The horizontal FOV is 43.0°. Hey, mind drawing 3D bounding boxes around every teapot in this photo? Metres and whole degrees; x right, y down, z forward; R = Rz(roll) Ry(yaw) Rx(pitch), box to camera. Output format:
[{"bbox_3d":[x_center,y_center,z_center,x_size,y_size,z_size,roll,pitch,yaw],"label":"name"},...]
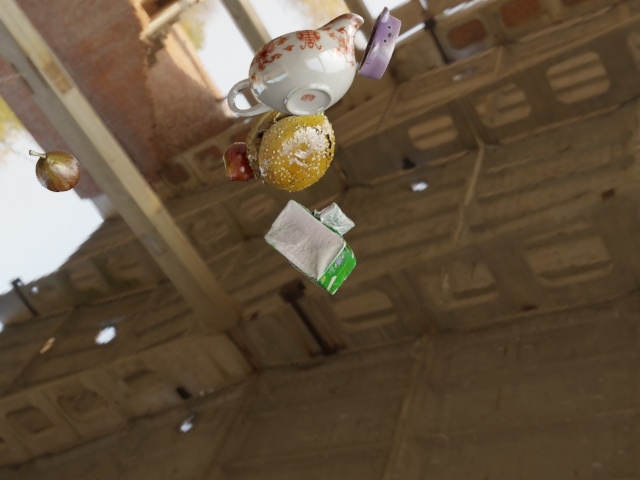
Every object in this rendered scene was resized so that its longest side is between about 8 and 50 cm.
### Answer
[{"bbox_3d":[-0.038,-0.247,1.223,0.245,0.116,0.159,-16,169,19],"label":"teapot"}]

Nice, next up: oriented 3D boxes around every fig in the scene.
[{"bbox_3d":[-0.540,-0.150,1.636,0.089,0.089,0.125,-36,161,-7],"label":"fig"}]

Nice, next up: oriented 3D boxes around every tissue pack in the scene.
[{"bbox_3d":[-0.001,-0.001,1.671,0.156,0.148,0.209,-53,165,-3],"label":"tissue pack"}]

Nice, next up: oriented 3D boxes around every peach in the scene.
[{"bbox_3d":[-0.165,-0.174,1.746,0.098,0.061,0.098,6,-133,-6],"label":"peach"}]

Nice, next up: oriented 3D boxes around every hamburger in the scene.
[{"bbox_3d":[-0.066,-0.192,1.688,0.191,0.182,0.118,-8,-153,-24],"label":"hamburger"}]

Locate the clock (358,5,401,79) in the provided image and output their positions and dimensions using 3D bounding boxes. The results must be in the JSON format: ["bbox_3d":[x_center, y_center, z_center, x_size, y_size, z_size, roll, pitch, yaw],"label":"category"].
[{"bbox_3d":[0.137,-0.440,1.811,0.110,0.050,0.153,135,-26,-72],"label":"clock"}]
